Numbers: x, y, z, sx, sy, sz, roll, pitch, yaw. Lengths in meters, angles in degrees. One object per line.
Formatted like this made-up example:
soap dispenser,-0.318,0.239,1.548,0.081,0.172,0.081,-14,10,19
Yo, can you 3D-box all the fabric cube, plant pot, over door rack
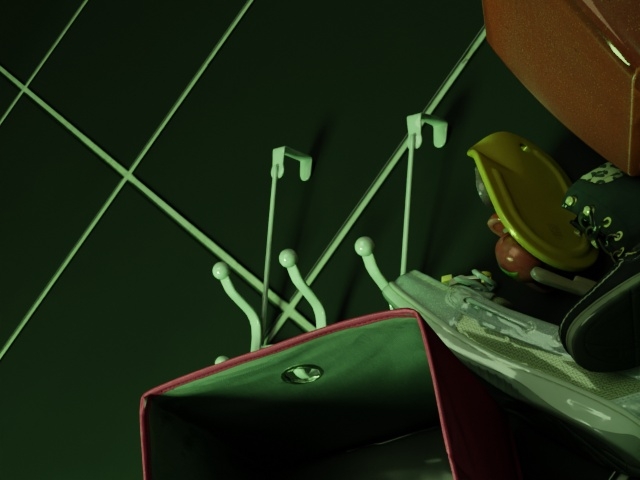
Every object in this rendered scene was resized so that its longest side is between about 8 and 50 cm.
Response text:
fabric cube,0.030,0.244,0.946,0.254,0.258,0.259,-19,58,17
plant pot,0.310,-0.221,1.031,0.267,0.267,0.235,-23,61,1
over door rack,0.000,0.000,1.327,0.239,0.108,0.324,-9,57,40

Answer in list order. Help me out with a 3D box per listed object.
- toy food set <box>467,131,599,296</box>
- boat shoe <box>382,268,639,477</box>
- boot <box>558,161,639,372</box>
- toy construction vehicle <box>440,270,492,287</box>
toy food set,0.203,-0.009,1.132,0.071,0.128,0.218,-52,40,37
boat shoe,0.191,0.101,1.066,0.320,0.118,0.103,28,74,44
boot,0.270,0.015,1.026,0.236,0.085,0.178,-31,33,-17
toy construction vehicle,0.135,0.078,1.195,0.098,0.035,0.086,-15,54,38
